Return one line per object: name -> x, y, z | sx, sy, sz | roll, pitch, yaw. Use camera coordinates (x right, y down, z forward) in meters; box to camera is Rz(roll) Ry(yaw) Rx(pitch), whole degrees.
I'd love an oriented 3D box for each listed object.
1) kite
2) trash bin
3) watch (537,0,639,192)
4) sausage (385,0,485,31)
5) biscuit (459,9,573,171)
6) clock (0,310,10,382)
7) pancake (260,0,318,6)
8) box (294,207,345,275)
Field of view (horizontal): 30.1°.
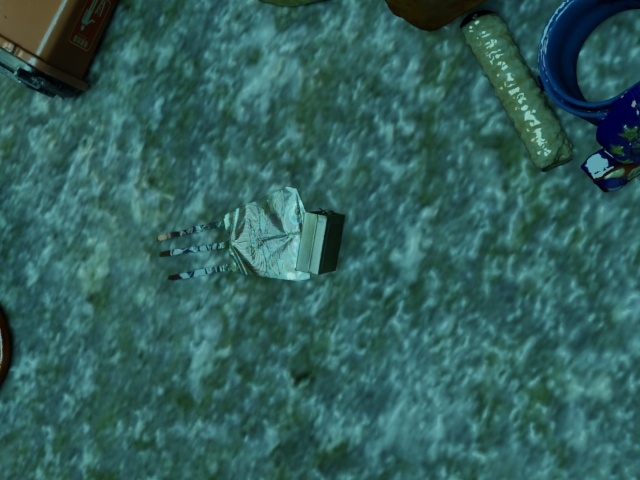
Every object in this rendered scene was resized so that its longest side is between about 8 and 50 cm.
kite -> -0.118, 0.010, 1.628 | 0.229, 0.016, 0.127 | -13, 85, 17
trash bin -> -0.378, -0.334, 1.626 | 0.184, 0.161, 0.239 | 29, 93, 14
watch -> 0.354, -0.194, 1.409 | 0.196, 0.171, 0.200 | -34, 68, 17
sausage -> 0.190, -0.361, 1.443 | 0.268, 0.153, 0.141 | -27, 99, 19
biscuit -> 0.246, -0.190, 1.487 | 0.219, 0.061, 0.055 | 64, 151, 6
clock -> -0.550, 0.153, 1.748 | 0.205, 0.051, 0.205 | 1, 92, 18
pancake -> -0.045, -0.414, 1.560 | 0.235, 0.029, 0.212 | -9, 102, 29
box -> 0.000, 0.000, 1.556 | 0.035, 0.079, 0.083 | 11, 95, 17
